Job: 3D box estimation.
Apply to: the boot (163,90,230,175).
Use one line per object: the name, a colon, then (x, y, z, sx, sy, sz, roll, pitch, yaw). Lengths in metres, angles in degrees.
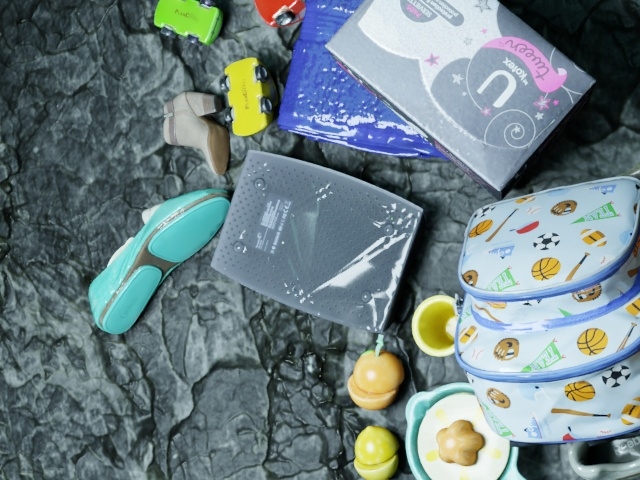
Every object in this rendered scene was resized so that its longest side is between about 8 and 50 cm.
boot: (-0.163, -0.136, 1.841, 0.087, 0.042, 0.118, -10, 78, 34)

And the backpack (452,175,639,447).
backpack: (0.256, 0.075, 1.439, 0.277, 0.213, 0.263, -16, 37, 27)

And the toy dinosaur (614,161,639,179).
toy dinosaur: (0.455, -0.120, 1.469, 0.314, 0.121, 0.160, -20, 62, 30)

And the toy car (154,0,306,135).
toy car: (-0.112, -0.266, 1.818, 0.225, 0.053, 0.239, 23, 95, 30)

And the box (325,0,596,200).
box: (0.154, -0.184, 1.557, 0.247, 0.142, 0.163, 41, 93, 6)

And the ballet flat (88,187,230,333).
ballet flat: (-0.217, 0.008, 1.829, 0.247, 0.083, 0.087, -49, 50, 13)

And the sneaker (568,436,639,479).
sneaker: (0.368, 0.175, 1.458, 0.262, 0.121, 0.099, -42, 67, 18)

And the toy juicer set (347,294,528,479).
toy juicer set: (0.131, 0.244, 1.599, 0.209, 0.089, 0.329, -29, 71, 22)

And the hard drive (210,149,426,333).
hard drive: (0.000, 0.000, 1.721, 0.255, 0.054, 0.172, 20, 94, 29)

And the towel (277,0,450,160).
towel: (0.089, -0.255, 1.695, 0.228, 0.076, 0.308, 13, 90, 18)
